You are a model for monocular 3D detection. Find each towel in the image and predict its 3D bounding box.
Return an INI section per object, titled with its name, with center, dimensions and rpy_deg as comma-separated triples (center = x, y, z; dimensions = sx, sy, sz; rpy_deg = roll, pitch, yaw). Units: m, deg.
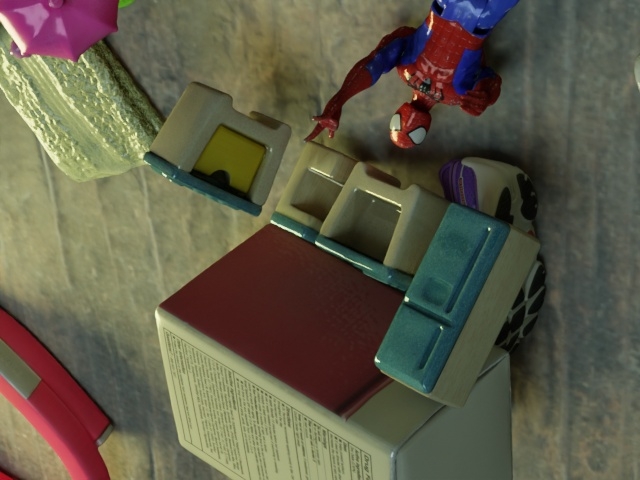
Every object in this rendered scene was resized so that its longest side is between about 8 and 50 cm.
[towel]
center = -0.184, -0.108, 1.388
dimensions = 0.110, 0.027, 0.148
rpy_deg = -16, 118, 37

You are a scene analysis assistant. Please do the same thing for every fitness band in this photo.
[fitness band]
center = -0.302, 0.150, 1.668
dimensions = 0.209, 0.054, 0.291
rpy_deg = -24, 112, 44

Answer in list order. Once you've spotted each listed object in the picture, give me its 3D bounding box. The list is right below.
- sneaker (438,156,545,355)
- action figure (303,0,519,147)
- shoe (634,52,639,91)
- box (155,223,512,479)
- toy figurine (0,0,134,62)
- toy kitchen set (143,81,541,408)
[sneaker]
center = 0.113, 0.014, 1.312
dimensions = 0.071, 0.068, 0.170
rpy_deg = 20, 128, 35
[action figure]
center = 0.080, -0.136, 1.139
dimensions = 0.091, 0.139, 0.280
rpy_deg = 29, 139, 6
[shoe]
center = 0.274, -0.067, 1.138
dimensions = 0.178, 0.063, 0.081
rpy_deg = 43, 134, -18
[box]
center = 0.011, 0.115, 1.351
dimensions = 0.232, 0.127, 0.148
rpy_deg = 28, 141, 33
[toy figurine]
center = -0.161, -0.172, 1.223
dimensions = 0.130, 0.159, 0.173
rpy_deg = 40, 137, -7
[toy kitchen set]
center = 0.000, 0.000, 1.220
dimensions = 0.166, 0.122, 0.207
rpy_deg = 25, 180, -43
